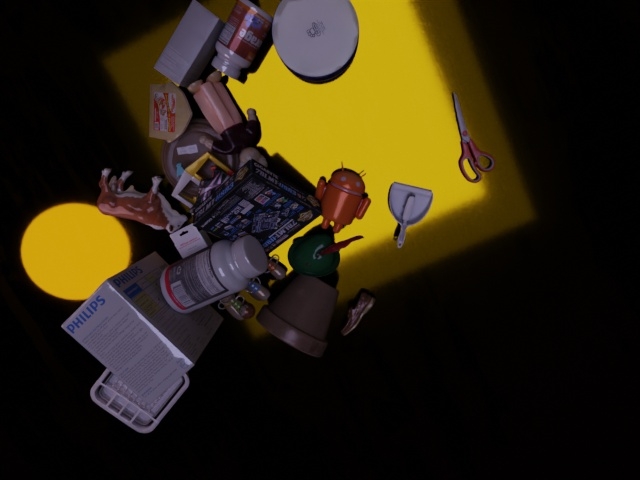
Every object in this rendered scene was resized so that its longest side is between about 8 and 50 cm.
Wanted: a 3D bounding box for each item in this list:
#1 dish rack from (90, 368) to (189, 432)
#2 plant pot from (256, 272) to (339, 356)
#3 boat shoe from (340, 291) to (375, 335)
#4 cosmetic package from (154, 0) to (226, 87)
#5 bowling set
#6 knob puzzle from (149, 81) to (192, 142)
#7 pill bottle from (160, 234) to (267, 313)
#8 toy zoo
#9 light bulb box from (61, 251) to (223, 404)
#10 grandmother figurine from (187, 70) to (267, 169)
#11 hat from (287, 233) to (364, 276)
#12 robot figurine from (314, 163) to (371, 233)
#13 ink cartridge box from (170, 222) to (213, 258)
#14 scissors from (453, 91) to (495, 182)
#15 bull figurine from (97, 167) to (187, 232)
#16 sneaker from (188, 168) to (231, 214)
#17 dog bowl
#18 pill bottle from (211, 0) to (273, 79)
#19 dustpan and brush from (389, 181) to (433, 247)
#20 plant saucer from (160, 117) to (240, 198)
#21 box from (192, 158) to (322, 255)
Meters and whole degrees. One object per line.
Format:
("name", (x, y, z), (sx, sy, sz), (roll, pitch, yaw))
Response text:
("dish rack", (-0.683, 0.551, 1.670), (0.286, 0.072, 0.332), (38, 103, -6))
("plant pot", (-0.053, 0.235, 1.490), (0.263, 0.263, 0.229), (32, 87, -5))
("boat shoe", (0.124, 0.264, 1.570), (0.060, 0.064, 0.178), (37, 96, -1))
("cosmetic package", (-0.396, -0.600, 1.344), (0.107, 0.127, 0.238), (33, 101, -5))
("bowling set", (-0.262, 0.169, 1.498), (0.154, 0.200, 0.287), (42, 98, -6))
("knob puzzle", (-0.482, -0.415, 1.412), (0.213, 0.030, 0.213), (6, 101, 31))
("pill bottle", (-0.336, 0.103, 1.393), (0.319, 0.176, 0.176), (-24, 102, 19))
("toy zoo", (-0.355, -0.165, 1.455), (0.293, 0.030, 0.192), (39, 103, -25))
("light bulb box", (-0.563, 0.272, 1.448), (0.225, 0.358, 0.361), (-42, 98, 10))
("grandmother figurine", (-0.289, -0.356, 1.393), (0.208, 0.104, 0.342), (-34, 96, -7))
("hat", (0.000, 0.000, 1.417), (0.209, 0.172, 0.183), (-11, 145, -16))
("robot figurine", (0.068, -0.137, 1.436), (0.158, 0.128, 0.219), (33, 108, 37))
("ink cartridge box", (-0.436, 0.032, 1.534), (0.104, 0.061, 0.181), (-26, 102, 8))
("scissors", (0.470, -0.330, 1.424), (0.109, 0.021, 0.297), (-32, 102, 11))
("bull figurine", (-0.611, -0.134, 1.483), (0.311, 0.101, 0.188), (10, 100, -2))
("sneaker", (-0.367, -0.162, 1.407), (0.178, 0.072, 0.077), (-45, 104, 2))
("dog bowl", (-0.013, -0.631, 1.329), (0.265, 0.104, 0.264), (1, 104, 3))
("pill bottle", (-0.245, -0.614, 1.332), (0.121, 0.121, 0.216), (32, 108, -5))
("dustpan and brush", (0.291, -0.080, 1.474), (0.147, 0.060, 0.211), (13, 104, -1))
("plant saucer", (-0.410, -0.271, 1.471), (0.278, 0.041, 0.277), (1, 104, 3))
("box", (-0.198, -0.087, 1.373), (0.296, 0.073, 0.293), (-35, 138, 30))
